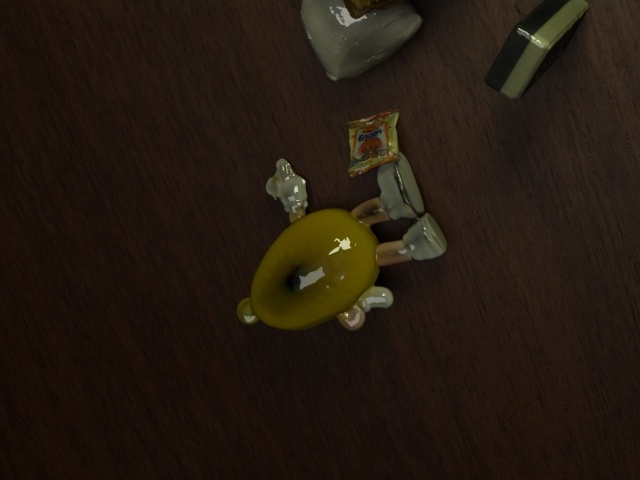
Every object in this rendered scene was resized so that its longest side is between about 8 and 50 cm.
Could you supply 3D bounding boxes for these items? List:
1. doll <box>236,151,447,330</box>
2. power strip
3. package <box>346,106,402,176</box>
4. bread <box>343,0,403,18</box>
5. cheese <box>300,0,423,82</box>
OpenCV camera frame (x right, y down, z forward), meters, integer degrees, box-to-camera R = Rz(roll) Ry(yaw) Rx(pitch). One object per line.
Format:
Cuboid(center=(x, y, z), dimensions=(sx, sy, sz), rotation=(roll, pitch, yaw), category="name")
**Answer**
Cuboid(center=(0.034, 0.006, 1.489), dimensions=(0.422, 0.161, 0.348), rotation=(0, 86, 22), category="doll")
Cuboid(center=(0.346, -0.313, 1.195), dimensions=(0.070, 0.257, 0.105), rotation=(35, 133, 9), category="power strip")
Cuboid(center=(0.100, -0.186, 1.430), dimensions=(0.108, 0.031, 0.121), rotation=(-13, 59, 23), category="package")
Cuboid(center=(0.096, -0.569, 1.154), dimensions=(0.314, 0.191, 0.370), rotation=(-28, 129, -10), category="bread")
Cuboid(center=(0.056, -0.397, 1.333), dimensions=(0.198, 0.154, 0.189), rotation=(-29, 91, 27), category="cheese")
